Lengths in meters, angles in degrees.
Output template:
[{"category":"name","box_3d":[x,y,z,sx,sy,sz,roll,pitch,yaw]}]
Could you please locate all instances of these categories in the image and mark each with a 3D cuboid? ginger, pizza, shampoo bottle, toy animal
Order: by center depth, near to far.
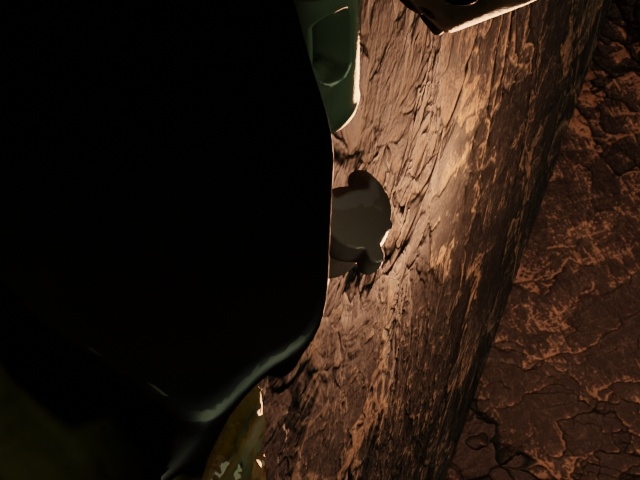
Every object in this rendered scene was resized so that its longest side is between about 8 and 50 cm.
[{"category":"ginger","box_3d":[-0.184,-0.016,0.977,0.211,0.358,0.413,-39,-145,51]},{"category":"shampoo bottle","box_3d":[-0.002,-0.230,1.602,0.118,0.087,0.234,-57,156,-45]},{"category":"pizza","box_3d":[-0.109,0.317,1.797,0.189,0.071,0.297,-53,154,-51]},{"category":"toy animal","box_3d":[-0.001,-0.002,1.828,0.212,0.124,0.124,-37,-155,61]}]

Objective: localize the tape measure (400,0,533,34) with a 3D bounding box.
[{"category":"tape measure","box_3d":[0.122,-0.337,1.717,0.133,0.231,0.271,-58,-163,-15]}]
